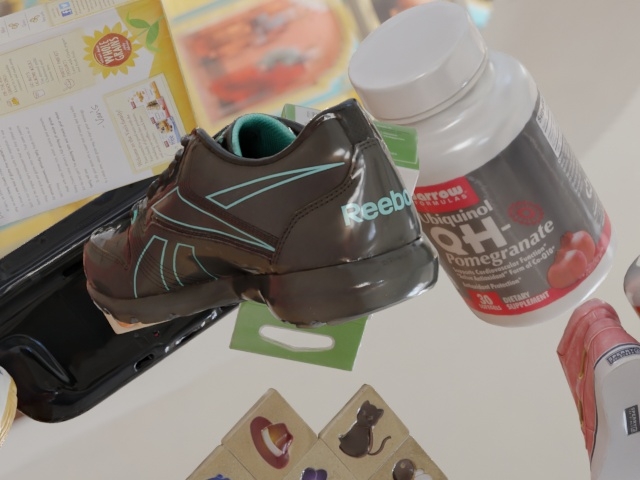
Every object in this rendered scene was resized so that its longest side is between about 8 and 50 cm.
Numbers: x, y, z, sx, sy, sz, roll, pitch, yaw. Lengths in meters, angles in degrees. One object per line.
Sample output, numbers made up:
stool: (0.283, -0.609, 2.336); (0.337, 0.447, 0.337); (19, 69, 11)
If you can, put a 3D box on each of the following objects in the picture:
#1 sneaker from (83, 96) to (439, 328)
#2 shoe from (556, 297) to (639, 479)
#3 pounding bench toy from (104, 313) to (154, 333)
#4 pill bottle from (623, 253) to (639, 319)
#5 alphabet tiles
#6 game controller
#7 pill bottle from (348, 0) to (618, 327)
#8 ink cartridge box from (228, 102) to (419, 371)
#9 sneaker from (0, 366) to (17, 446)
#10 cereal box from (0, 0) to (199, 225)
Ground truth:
sneaker: (-0.042, -0.016, 0.904); (0.267, 0.101, 0.106); (-4, -74, 49)
shoe: (0.231, 0.130, 1.346); (0.081, 0.063, 0.178); (-114, -170, -50)
pounding bench toy: (-0.138, 0.042, 1.318); (0.065, 0.052, 0.083); (-97, 167, -47)
pill bottle: (0.415, 0.124, 1.313); (0.363, 0.210, 0.210); (56, -13, -1)
alphabet tiles: (-0.029, 0.288, 1.288); (0.285, 0.342, 0.011); (50, -15, -24)
game controller: (-0.170, 0.031, 1.538); (0.166, 0.319, 0.067); (50, -22, 14)
pill bottle: (0.157, -0.077, 1.688); (0.318, 0.176, 0.176); (55, -5, -33)
ink cartridge box: (0.000, 0.000, 1.354); (0.062, 0.109, 0.209); (-90, -167, -54)
sneaker: (-0.351, 0.084, 1.140); (0.131, 0.296, 0.112); (49, 45, -54)
cereal box: (-0.227, -0.105, 1.380); (0.047, 0.240, 0.173); (-114, -172, -48)
